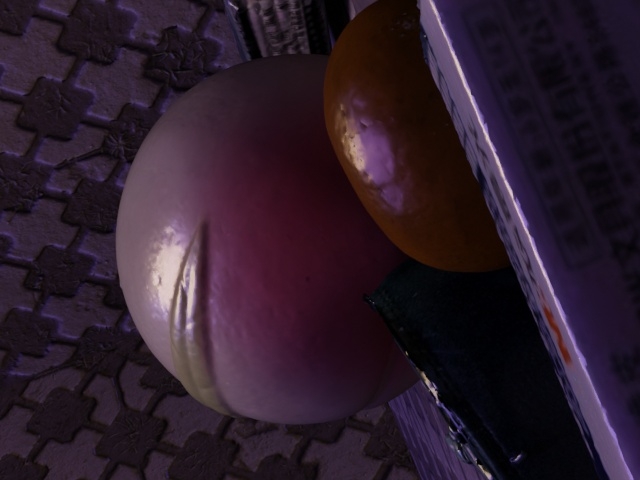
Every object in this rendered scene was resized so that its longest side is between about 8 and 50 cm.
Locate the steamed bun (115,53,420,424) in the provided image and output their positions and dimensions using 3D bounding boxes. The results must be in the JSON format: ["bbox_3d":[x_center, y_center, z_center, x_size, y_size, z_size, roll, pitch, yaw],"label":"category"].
[{"bbox_3d":[0.000,0.000,1.157,0.309,0.309,0.309,159,90,-87],"label":"steamed bun"}]

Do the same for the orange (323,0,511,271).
[{"bbox_3d":[0.072,-0.060,0.792,0.156,0.124,0.156,54,-166,-20],"label":"orange"}]

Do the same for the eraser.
[{"bbox_3d":[0.129,0.018,0.620,0.130,0.086,0.287,78,171,-84],"label":"eraser"}]

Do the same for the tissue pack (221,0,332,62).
[{"bbox_3d":[-0.066,-0.313,1.665,0.361,0.122,0.259,71,180,-78],"label":"tissue pack"}]

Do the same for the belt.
[{"bbox_3d":[0.123,0.089,0.915,0.206,0.116,0.267,54,180,6],"label":"belt"}]
